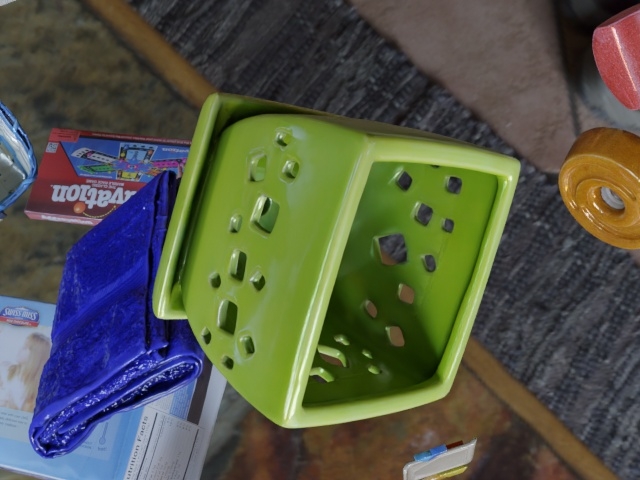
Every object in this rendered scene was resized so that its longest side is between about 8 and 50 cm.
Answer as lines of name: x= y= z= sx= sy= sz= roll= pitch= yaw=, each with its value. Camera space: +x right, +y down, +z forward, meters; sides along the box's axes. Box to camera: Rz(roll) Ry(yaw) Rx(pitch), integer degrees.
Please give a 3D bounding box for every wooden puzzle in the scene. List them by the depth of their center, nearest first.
wooden puzzle: x=0.107 y=0.201 z=0.900 sx=0.079 sy=0.116 sz=0.014 roll=-18 pitch=64 yaw=-11

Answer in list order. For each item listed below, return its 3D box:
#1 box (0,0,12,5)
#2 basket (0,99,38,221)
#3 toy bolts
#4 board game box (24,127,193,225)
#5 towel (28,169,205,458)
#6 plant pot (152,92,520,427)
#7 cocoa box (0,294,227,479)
box: x=-0.251 y=-0.274 z=0.635 sx=0.127 sy=0.149 sz=0.232 roll=-33 pitch=123 yaw=-34
basket: x=-0.462 y=-0.109 z=1.172 sx=0.201 sy=0.289 sz=0.254 roll=-40 pitch=91 yaw=-13
toy bolts: x=0.283 y=-0.104 z=0.699 sx=0.158 sy=0.218 sz=0.228 roll=-41 pitch=120 yaw=-24
board game box: x=-0.278 y=-0.086 z=1.434 sx=0.281 sy=0.027 sz=0.145 roll=6 pitch=67 yaw=12
towel: x=-0.222 y=0.065 z=1.088 sx=0.076 sy=0.228 sz=0.308 roll=45 pitch=24 yaw=-33
plant pot: x=0.000 y=0.000 z=0.821 sx=0.227 sy=0.207 sz=0.228 roll=2 pitch=109 yaw=-50
cocoa box: x=-0.347 y=0.221 z=1.386 sx=0.347 sy=0.228 sz=0.231 roll=6 pitch=72 yaw=23
